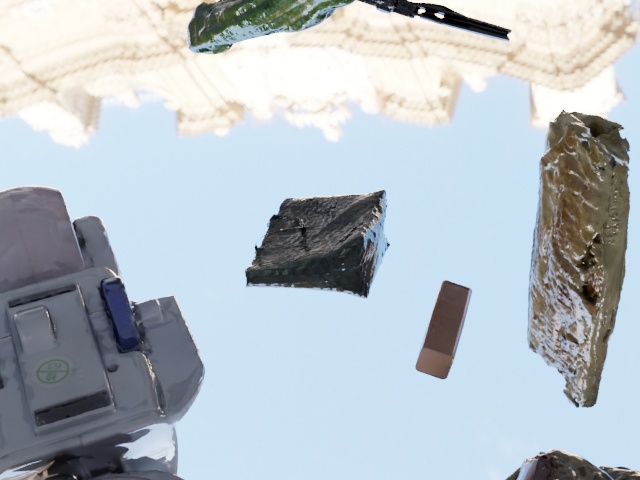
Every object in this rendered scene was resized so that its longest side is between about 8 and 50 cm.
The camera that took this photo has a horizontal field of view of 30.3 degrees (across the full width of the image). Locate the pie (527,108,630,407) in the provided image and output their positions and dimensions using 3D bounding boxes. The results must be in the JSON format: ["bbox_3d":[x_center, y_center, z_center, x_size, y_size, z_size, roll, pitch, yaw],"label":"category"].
[{"bbox_3d":[0.234,0.020,1.073,0.068,0.282,0.128,-10,-147,-17],"label":"pie"}]

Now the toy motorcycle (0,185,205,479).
[{"bbox_3d":[-0.100,0.075,0.485,0.112,0.112,0.254,-31,-136,2],"label":"toy motorcycle"}]

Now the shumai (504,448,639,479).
[{"bbox_3d":[0.254,0.310,1.116,0.186,0.184,0.218,1,-135,-29],"label":"shumai"}]

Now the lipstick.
[{"bbox_3d":[0.159,0.113,1.518,0.045,0.045,0.145,20,-142,5],"label":"lipstick"}]

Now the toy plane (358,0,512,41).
[{"bbox_3d":[0.065,-0.359,1.449,0.382,0.106,0.155,17,-89,-5],"label":"toy plane"}]

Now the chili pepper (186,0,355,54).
[{"bbox_3d":[-0.046,-0.244,1.203,0.257,0.100,0.074,-10,-75,39],"label":"chili pepper"}]

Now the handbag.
[{"bbox_3d":[0.000,0.000,1.632,0.175,0.088,0.270,2,-156,12],"label":"handbag"}]
